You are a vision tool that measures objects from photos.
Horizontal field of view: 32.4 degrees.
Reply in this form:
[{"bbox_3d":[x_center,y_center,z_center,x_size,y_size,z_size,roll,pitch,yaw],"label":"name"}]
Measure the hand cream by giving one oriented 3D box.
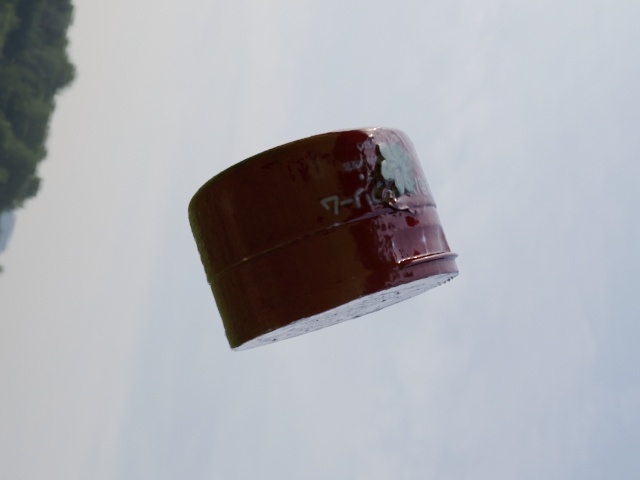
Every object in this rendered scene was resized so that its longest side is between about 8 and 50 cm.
[{"bbox_3d":[0.000,0.000,0.998,0.230,0.230,0.149,-39,-111,60],"label":"hand cream"}]
